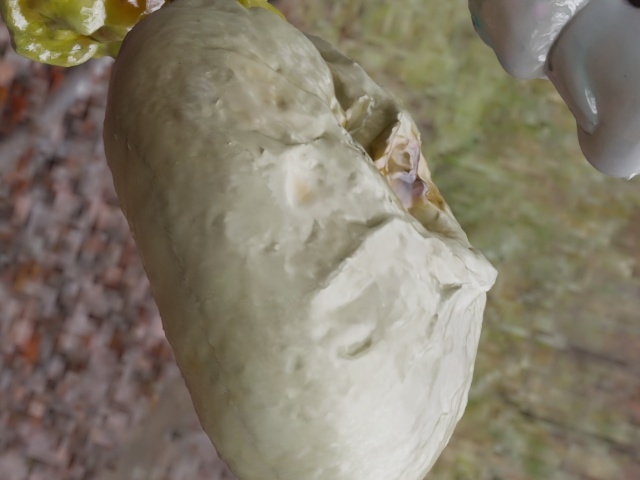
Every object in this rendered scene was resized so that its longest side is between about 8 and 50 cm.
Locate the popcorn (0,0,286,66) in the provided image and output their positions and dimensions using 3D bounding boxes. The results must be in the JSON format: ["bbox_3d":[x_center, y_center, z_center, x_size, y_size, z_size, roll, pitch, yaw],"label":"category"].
[{"bbox_3d":[-0.124,-0.199,1.189,0.181,0.235,0.217,148,-73,-74],"label":"popcorn"}]

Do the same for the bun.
[{"bbox_3d":[0.000,0.000,0.765,0.222,0.127,0.222,-18,90,-86],"label":"bun"}]

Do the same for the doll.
[{"bbox_3d":[0.162,-0.120,1.134,0.107,0.180,0.110,-53,170,32],"label":"doll"}]
